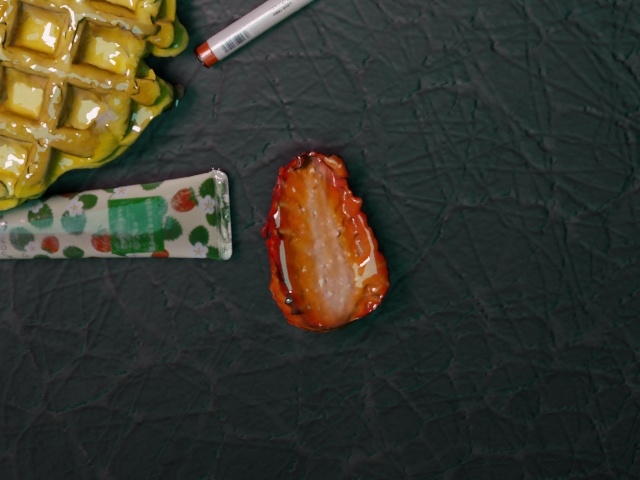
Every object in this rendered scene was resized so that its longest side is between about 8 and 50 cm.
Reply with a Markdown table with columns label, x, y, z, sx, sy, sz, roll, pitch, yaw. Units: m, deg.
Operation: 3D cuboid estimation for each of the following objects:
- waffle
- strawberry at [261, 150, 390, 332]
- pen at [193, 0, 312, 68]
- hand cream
| label | x | y | z | sx | sy | sz | roll | pitch | yaw |
| --- | --- | --- | --- | --- | --- | --- | --- | --- | --- |
| waffle | -0.333 | -0.210 | 1.283 | 0.382 | 0.095 | 0.380 | -34 | 99 | 2 |
| strawberry | 0.000 | 0.000 | 1.385 | 0.121 | 0.082 | 0.188 | -11 | 100 | -18 |
| pen | -0.027 | -0.234 | 1.327 | 0.218 | 0.026 | 0.026 | -32 | 106 | 9 |
| hand cream | -0.228 | -0.017 | 1.383 | 0.276 | 0.059 | 0.095 | -4 | 104 | -3 |
